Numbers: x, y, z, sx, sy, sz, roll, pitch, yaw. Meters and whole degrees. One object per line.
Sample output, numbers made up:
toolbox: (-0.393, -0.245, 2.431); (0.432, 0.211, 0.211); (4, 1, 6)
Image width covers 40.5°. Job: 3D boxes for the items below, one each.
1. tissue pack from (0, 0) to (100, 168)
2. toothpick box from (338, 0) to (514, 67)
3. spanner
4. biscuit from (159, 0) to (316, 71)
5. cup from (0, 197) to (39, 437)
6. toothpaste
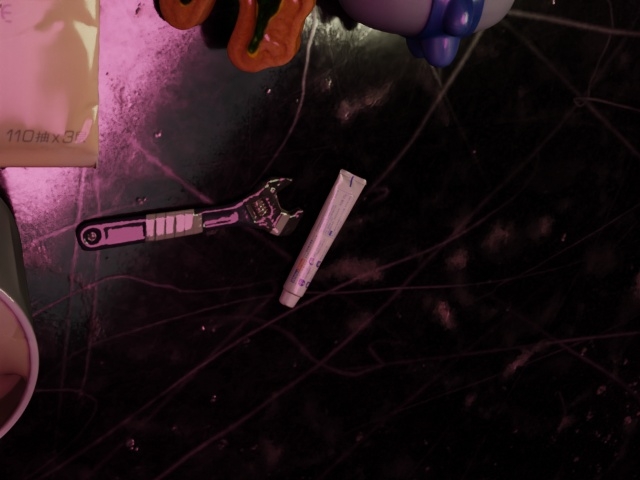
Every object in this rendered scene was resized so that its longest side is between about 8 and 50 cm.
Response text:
tissue pack: (-0.435, -0.239, 0.881); (0.405, 0.205, 0.331); (-3, 109, -23)
toothpick box: (0.135, -0.391, 1.028); (0.263, 0.263, 0.354); (-7, 116, -20)
spanner: (-0.174, -0.032, 1.192); (0.316, 0.024, 0.087); (-9, 113, -18)
biscuit: (-0.060, -0.351, 0.985); (0.202, 0.047, 0.334); (35, 122, -4)
cup: (-0.466, 0.039, 0.917); (0.237, 0.327, 0.323); (-45, 122, 1)
toothpaste: (0.000, 0.000, 1.275); (0.052, 0.033, 0.218); (23, 98, -34)
